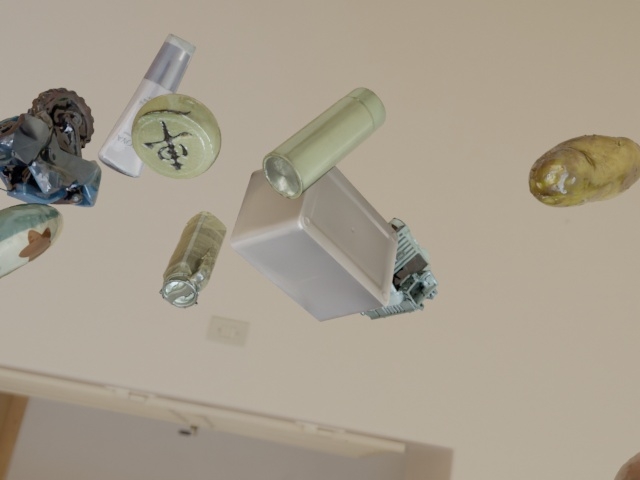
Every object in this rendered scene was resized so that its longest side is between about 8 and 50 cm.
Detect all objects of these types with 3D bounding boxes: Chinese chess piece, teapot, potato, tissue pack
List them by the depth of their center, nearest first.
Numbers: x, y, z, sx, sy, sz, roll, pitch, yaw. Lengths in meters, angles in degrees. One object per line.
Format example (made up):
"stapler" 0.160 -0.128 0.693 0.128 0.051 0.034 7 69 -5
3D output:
"potato" 0.164 -0.044 0.448 0.046 0.092 0.045 33 -50 50
"Chinese chess piece" -0.135 -0.096 0.665 0.034 0.084 0.084 -81 -177 -47
"tissue pack" 0.000 -0.001 1.140 0.246 0.136 0.159 45 45 -36
"teapot" -0.224 0.029 1.317 0.107 0.077 0.200 -31 -152 28

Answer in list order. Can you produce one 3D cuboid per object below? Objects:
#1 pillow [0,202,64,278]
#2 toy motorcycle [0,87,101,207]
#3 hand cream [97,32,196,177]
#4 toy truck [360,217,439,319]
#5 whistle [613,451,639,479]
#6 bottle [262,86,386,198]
"pillow" -0.459 0.021 0.965 0.233 0.086 0.214 -35 -169 -25
"toy motorcycle" -0.546 -0.107 1.282 0.416 0.172 0.232 -47 125 -43
"hand cream" -0.294 -0.232 1.225 0.255 0.079 0.048 -65 -176 -6
"toy truck" 0.127 0.076 1.499 0.133 0.184 0.338 -39 -174 -23
"whistle" 0.460 0.310 0.804 0.348 0.189 0.189 114 -13 -68
"bottle" 0.009 -0.141 1.000 0.201 0.072 0.072 -43 159 -34
